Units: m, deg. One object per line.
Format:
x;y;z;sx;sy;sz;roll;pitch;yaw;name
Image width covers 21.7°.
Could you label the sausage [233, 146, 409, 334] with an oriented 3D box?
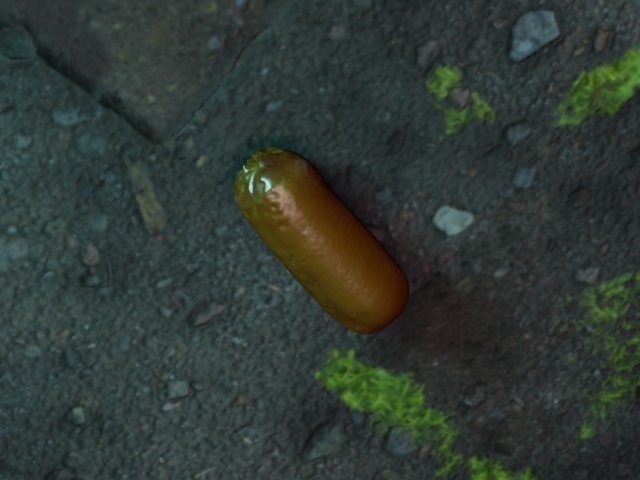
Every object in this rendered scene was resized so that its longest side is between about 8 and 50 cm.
0.000;0.000;1.409;0.076;0.076;0.197;-38;118;7;sausage
